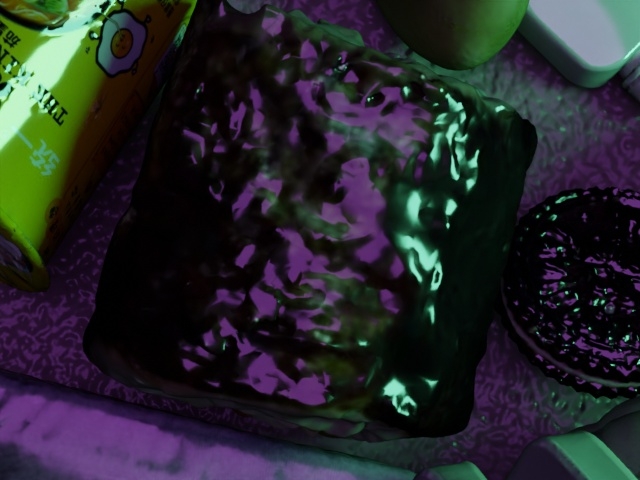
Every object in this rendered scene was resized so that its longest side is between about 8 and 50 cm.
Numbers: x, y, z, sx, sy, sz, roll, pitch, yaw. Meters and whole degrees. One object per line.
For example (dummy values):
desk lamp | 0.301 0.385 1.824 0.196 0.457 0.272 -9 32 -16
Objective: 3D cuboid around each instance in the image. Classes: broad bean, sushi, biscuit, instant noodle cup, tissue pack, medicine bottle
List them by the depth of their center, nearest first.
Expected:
sushi | 0.001 -0.002 1.201 0.299 0.281 0.294 16 85 -4
instant noodle cup | -0.261 -0.155 1.223 0.325 0.325 0.254 36 73 4
tissue pack | -0.134 0.274 1.240 0.394 0.124 0.288 14 81 1
biscuit | 0.234 0.039 1.286 0.194 0.053 0.194 2 54 -3
broad bean | 0.100 -0.269 1.309 0.121 0.189 0.263 -14 80 -42
medicine bottle | 0.238 -0.192 1.342 0.183 0.069 0.119 45 75 6

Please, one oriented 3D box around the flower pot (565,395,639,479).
flower pot | 0.261 0.237 1.195 0.246 0.195 0.246 8 73 -28

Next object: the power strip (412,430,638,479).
power strip | 0.127 0.241 1.125 0.193 0.059 0.265 50 127 38
